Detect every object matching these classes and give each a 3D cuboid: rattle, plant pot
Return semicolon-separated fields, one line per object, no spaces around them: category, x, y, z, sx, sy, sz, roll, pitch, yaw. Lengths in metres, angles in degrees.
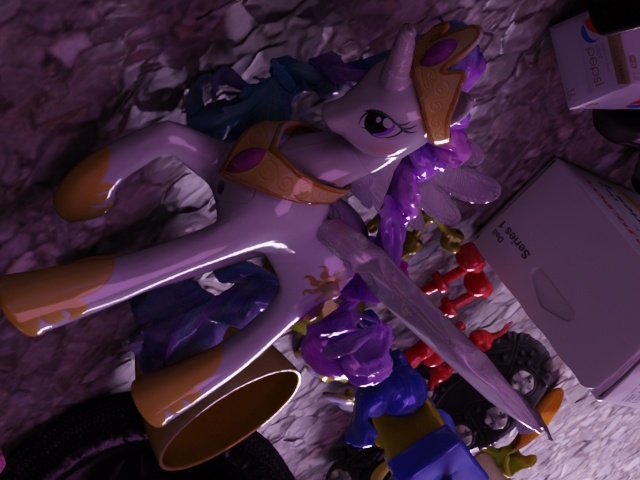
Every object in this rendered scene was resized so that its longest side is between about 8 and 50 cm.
rattle;0.256;0.288;2.133;0.142;0.200;0.130;-29;151;-12
plant pot;-0.097;0.108;1.576;0.134;0.095;0.134;-31;160;-13

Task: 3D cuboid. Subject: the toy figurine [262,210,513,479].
toy figurine;0.097;0.135;1.686;0.191;0.217;0.362;-28;149;2

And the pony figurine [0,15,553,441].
pony figurine;0.000;0.000;1.395;0.363;0.303;0.351;-26;145;13

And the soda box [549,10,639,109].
soda box;0.287;-0.151;1.615;0.216;0.074;0.069;-4;169;-44

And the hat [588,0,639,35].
hat;0.343;-0.252;1.428;0.331;0.331;0.134;-23;109;-23

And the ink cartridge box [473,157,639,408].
ink cartridge box;0.296;0.052;1.818;0.117;0.201;0.278;-46;150;18

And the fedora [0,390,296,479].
fedora;-0.173;0.288;1.677;0.334;0.334;0.152;-27;-173;-16

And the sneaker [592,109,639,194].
sneaker;0.305;-0.082;1.753;0.228;0.086;0.132;-10;145;-41

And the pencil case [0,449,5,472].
pencil case;-0.406;0.231;1.371;0.386;0.160;0.167;-37;-179;1

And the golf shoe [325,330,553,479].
golf shoe;0.124;0.179;1.958;0.273;0.105;0.120;-40;168;19
